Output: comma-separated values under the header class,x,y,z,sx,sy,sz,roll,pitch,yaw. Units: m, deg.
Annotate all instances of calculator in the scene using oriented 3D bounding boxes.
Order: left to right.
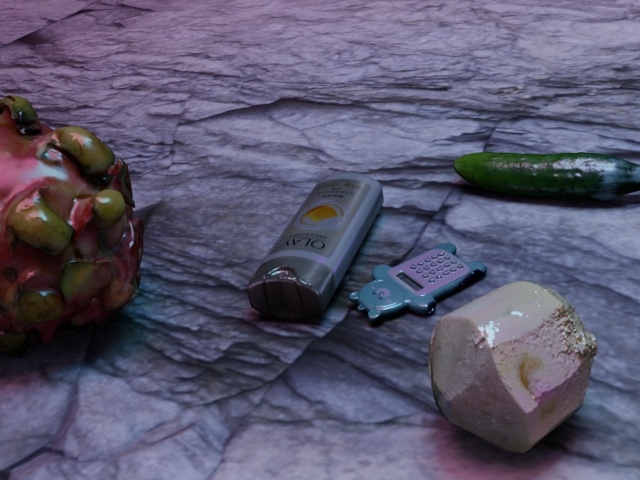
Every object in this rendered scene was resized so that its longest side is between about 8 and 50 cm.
class,x,y,z,sx,sy,sz,roll,pitch,yaw
calculator,0.096,0.042,0.829,0.141,0.019,0.094,-24,35,-22

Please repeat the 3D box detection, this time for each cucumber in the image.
class,x,y,z,sx,sy,sz,roll,pitch,yaw
cucumber,0.267,-0.074,0.935,0.250,0.056,0.056,5,34,29

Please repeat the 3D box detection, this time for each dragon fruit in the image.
class,x,y,z,sx,sy,sz,roll,pitch,yaw
dragon fruit,-0.310,-0.017,0.835,0.291,0.269,0.250,6,44,33

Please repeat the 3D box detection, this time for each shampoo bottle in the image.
class,x,y,z,sx,sy,sz,roll,pitch,yaw
shampoo bottle,0.000,0.000,0.893,0.086,0.055,0.227,2,33,23

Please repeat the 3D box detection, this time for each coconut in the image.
class,x,y,z,sx,sy,sz,roll,pitch,yaw
coconut,0.140,0.098,0.625,0.122,0.116,0.116,-28,34,-24
